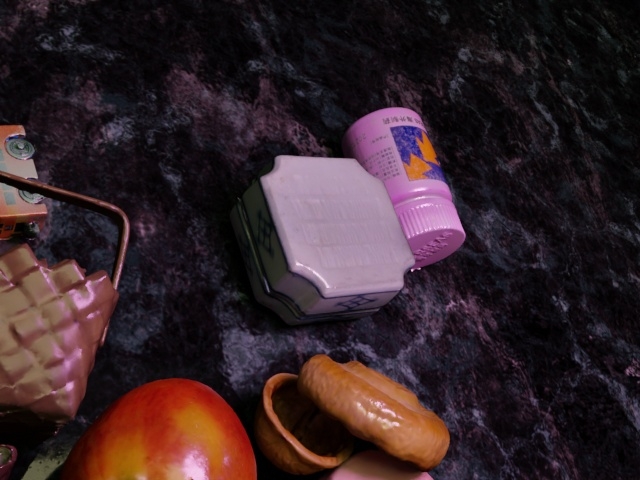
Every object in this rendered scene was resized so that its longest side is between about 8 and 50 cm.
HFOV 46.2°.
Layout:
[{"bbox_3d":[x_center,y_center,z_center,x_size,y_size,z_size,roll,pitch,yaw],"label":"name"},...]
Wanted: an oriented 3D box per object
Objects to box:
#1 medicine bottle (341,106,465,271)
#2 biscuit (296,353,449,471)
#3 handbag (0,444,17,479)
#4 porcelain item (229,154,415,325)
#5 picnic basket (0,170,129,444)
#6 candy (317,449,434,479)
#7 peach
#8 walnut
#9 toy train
[{"bbox_3d":[0.162,-0.104,1.500,0.178,0.178,0.290,2,58,-34],"label":"medicine bottle"},{"bbox_3d":[0.103,0.265,1.161,0.213,0.091,0.274,31,-3,37],"label":"biscuit"},{"bbox_3d":[-0.452,0.277,0.785,0.213,0.235,0.127,22,28,-16],"label":"handbag"},{"bbox_3d":[0.000,0.000,1.330,0.286,0.157,0.281,-3,64,-37],"label":"porcelain item"},{"bbox_3d":[-0.384,0.074,0.921,0.254,0.291,0.320,16,64,-24],"label":"picnic basket"},{"bbox_3d":[0.085,0.441,1.120,0.255,0.094,0.255,18,51,-24],"label":"candy"},{"bbox_3d":[-0.196,0.309,0.925,0.238,0.281,0.280,-6,57,2],"label":"peach"},{"bbox_3d":[-0.041,0.289,1.132,0.167,0.087,0.211,47,17,13],"label":"walnut"},{"bbox_3d":[-0.472,-0.086,1.127,0.099,0.072,0.188,-5,63,-37],"label":"toy train"}]
